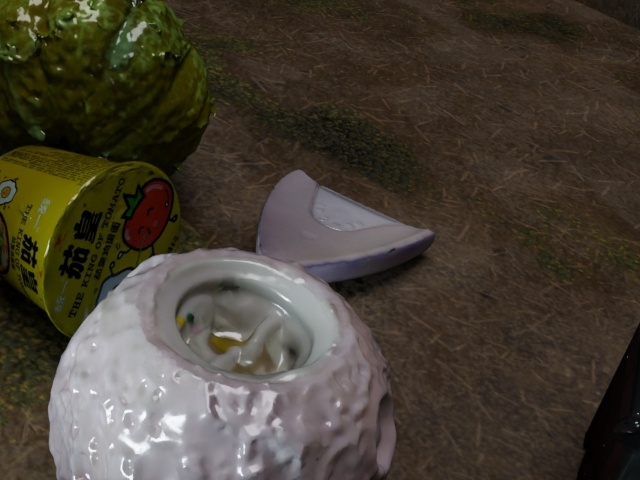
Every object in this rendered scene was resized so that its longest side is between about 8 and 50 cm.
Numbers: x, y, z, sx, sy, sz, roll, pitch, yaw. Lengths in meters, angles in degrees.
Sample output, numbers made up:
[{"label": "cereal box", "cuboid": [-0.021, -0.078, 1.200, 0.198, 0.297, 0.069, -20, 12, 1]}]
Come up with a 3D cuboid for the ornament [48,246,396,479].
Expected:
[{"label": "ornament", "cuboid": [-0.074, 0.138, 0.657, 0.259, 0.225, 0.259, 10, 32, -7]}]

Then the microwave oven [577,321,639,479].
[{"label": "microwave oven", "cuboid": [0.363, 0.199, 0.762, 0.247, 0.188, 0.178, 22, 34, 12]}]

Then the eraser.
[{"label": "eraser", "cuboid": [-0.001, 0.001, 1.040, 0.204, 0.059, 0.243, 27, 32, 19]}]

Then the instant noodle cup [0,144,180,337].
[{"label": "instant noodle cup", "cuboid": [-0.252, -0.010, 0.874, 0.144, 0.182, 0.182, 21, 33, 28]}]

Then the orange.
[{"label": "orange", "cuboid": [-0.268, -0.169, 0.997, 0.300, 0.301, 0.223, 15, 61, -7]}]
